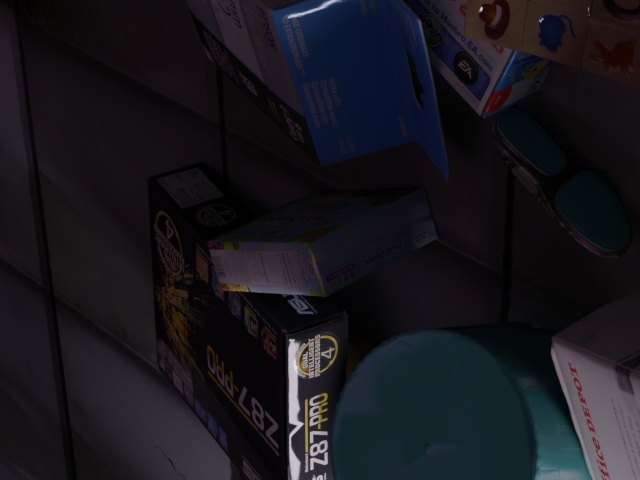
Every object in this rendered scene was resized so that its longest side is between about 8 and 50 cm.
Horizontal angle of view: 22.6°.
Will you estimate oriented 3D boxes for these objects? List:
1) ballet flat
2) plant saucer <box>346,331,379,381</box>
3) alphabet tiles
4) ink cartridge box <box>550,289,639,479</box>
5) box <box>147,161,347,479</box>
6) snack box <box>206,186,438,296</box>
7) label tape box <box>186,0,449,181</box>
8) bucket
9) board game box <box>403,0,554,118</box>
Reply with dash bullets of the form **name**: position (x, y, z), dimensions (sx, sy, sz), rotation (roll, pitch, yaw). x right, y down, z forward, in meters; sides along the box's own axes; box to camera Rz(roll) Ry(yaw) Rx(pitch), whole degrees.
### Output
- **ballet flat**: position (0.238, -0.052, 1.568), dimensions (0.188, 0.070, 0.070), rotation (54, 145, 19)
- **plant saucer**: position (0.063, 0.235, 1.997), dimensions (0.278, 0.041, 0.278), rotation (33, 135, 40)
- **alphabet tiles**: position (0.238, -0.258, 1.336), dimensions (0.342, 0.011, 0.285), rotation (19, 137, 18)
- **ink cartridge box**: position (0.349, 0.178, 1.426), dimensions (0.283, 0.117, 0.207), rotation (24, 138, 63)
- **box**: position (-0.098, 0.128, 2.046), dimensions (0.395, 0.097, 0.318), rotation (45, 145, 46)
- **snack box**: position (0.000, 0.000, 1.813), dimensions (0.207, 0.174, 0.070), rotation (-1, 111, 55)
- **label tape box**: position (-0.020, -0.212, 1.668), dimensions (0.348, 0.115, 0.249), rotation (48, 166, 35)
- **bucket**: position (0.156, 0.211, 1.630), dimensions (0.281, 0.183, 0.281), rotation (-3, 85, 36)
- **board game box**: position (0.134, -0.330, 1.501), dimensions (0.308, 0.086, 0.302), rotation (50, 143, 21)
